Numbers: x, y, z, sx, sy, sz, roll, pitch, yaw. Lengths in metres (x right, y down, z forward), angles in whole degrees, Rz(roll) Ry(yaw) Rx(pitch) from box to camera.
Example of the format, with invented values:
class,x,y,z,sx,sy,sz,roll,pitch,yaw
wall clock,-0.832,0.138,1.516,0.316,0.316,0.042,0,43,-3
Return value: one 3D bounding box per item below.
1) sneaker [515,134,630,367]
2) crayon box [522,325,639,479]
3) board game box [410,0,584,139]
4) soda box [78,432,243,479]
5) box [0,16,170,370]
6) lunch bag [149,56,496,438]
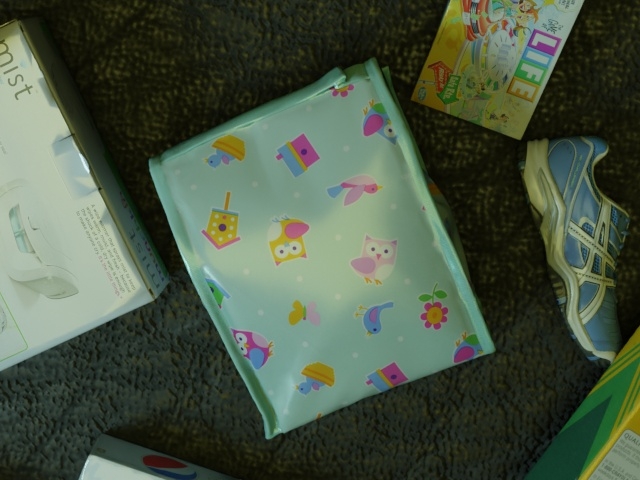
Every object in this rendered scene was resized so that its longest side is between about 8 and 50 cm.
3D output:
class,x,y,z,sx,sy,sz,roll,pitch,yaw
sneaker,0.232,0.009,1.542,0.081,0.080,0.211,-16,99,7
crayon box,0.341,0.161,1.537,0.203,0.083,0.323,33,99,-21
board game box,0.150,-0.169,1.511,0.103,0.026,0.154,19,125,-2
soda box,-0.110,0.244,1.590,0.216,0.074,0.069,18,99,-1
box,-0.290,-0.028,1.526,0.231,0.127,0.262,-26,97,4
lunch bag,0.000,0.000,1.509,0.223,0.160,0.262,-23,103,6
